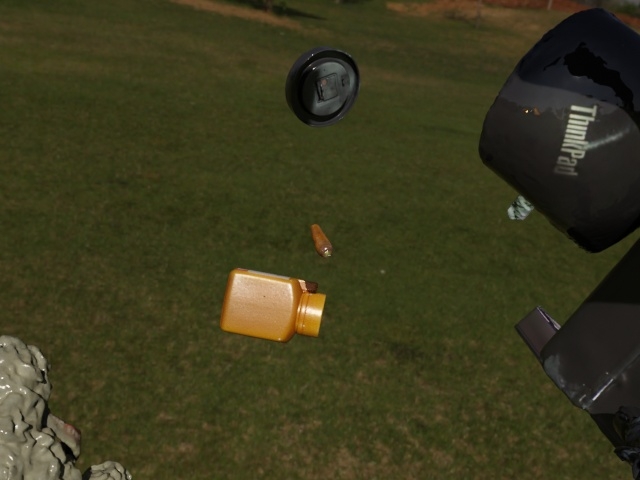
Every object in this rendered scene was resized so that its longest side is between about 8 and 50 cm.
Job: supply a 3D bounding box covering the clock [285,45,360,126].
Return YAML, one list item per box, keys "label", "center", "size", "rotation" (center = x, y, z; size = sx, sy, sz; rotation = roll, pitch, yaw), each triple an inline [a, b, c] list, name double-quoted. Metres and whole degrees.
- label: "clock"
  center: [0.004, -0.349, 1.563]
  size: [0.185, 0.184, 0.040]
  rotation: [-5, 31, -32]

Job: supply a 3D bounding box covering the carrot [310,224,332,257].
- label: "carrot"
  center: [0.000, 0.000, 1.344]
  size: [0.032, 0.032, 0.093]
  rotation: [2, 33, -19]

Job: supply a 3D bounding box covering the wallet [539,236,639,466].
- label: "wallet"
  center: [0.427, 0.070, 0.734]
  size: [0.062, 0.406, 0.228]
  rotation: [-5, 44, -44]

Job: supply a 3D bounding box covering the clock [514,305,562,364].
- label: "clock"
  center: [0.483, 0.233, 1.361]
  size: [0.192, 0.071, 0.147]
  rotation: [38, 16, -35]

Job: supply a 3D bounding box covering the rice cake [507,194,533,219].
- label: "rice cake"
  center: [0.334, -0.093, 1.010]
  size: [0.034, 0.211, 0.043]
  rotation: [39, 61, 9]

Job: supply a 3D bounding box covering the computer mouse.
- label: "computer mouse"
  center: [0.263, -0.082, 0.625]
  size: [0.269, 0.170, 0.100]
  rotation: [25, 21, -45]

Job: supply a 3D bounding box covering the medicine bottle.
- label: "medicine bottle"
  center: [-0.105, 0.153, 1.572]
  size: [0.222, 0.149, 0.112]
  rotation: [11, -2, 2]

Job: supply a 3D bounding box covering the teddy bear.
- label: "teddy bear"
  center: [-0.490, 0.359, 0.955]
  size: [0.368, 0.357, 0.224]
  rotation: [-25, 23, 9]

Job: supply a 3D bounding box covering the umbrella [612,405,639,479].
- label: "umbrella"
  center: [0.344, 0.220, 0.655]
  size: [0.080, 0.071, 0.224]
  rotation: [15, 13, -3]
